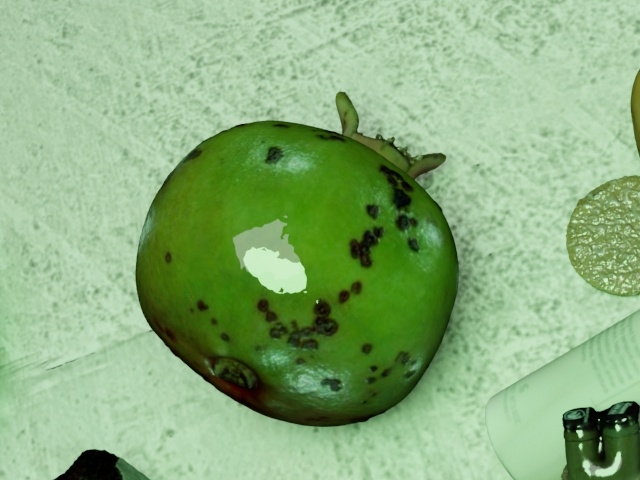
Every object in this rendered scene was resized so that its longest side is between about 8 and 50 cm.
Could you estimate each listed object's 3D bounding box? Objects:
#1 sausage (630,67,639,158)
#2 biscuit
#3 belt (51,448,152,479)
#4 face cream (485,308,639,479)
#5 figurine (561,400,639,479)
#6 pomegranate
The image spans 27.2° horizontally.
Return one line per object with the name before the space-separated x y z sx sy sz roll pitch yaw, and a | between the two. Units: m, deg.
sausage | 0.338 -0.063 1.135 0.120 0.136 0.241 -14 64 18
biscuit | 0.281 -0.005 1.202 0.120 0.015 0.120 -8 65 18
belt | -0.148 0.314 1.136 0.164 0.184 0.289 -43 59 9
face cream | 0.292 0.088 1.045 0.345 0.102 0.102 -34 57 29
figurine | 0.229 0.222 1.034 0.114 0.108 0.196 -12 99 10
pomegranate | 0.005 0.004 1.170 0.291 0.291 0.323 36 75 31
